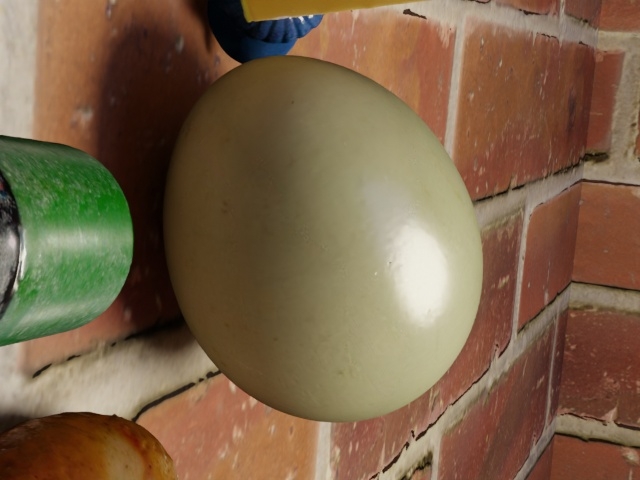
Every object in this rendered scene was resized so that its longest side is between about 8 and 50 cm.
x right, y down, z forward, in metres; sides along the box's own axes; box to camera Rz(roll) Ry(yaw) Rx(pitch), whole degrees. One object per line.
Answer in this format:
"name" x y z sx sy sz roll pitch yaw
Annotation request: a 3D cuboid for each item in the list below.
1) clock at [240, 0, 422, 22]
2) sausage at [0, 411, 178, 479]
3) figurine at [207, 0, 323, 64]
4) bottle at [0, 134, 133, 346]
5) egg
"clock" -0.002 -0.300 0.670 0.244 0.200 0.317 78 19 -49
"sausage" -0.151 0.145 0.557 0.302 0.076 0.103 -36 138 -62
"figurine" -0.022 -0.175 0.801 0.086 0.087 0.149 63 31 -30
"bottle" -0.174 0.002 0.410 0.330 0.093 0.093 -4 101 -70
"egg" 0.000 0.000 0.756 0.254 0.188 0.189 69 34 -45
